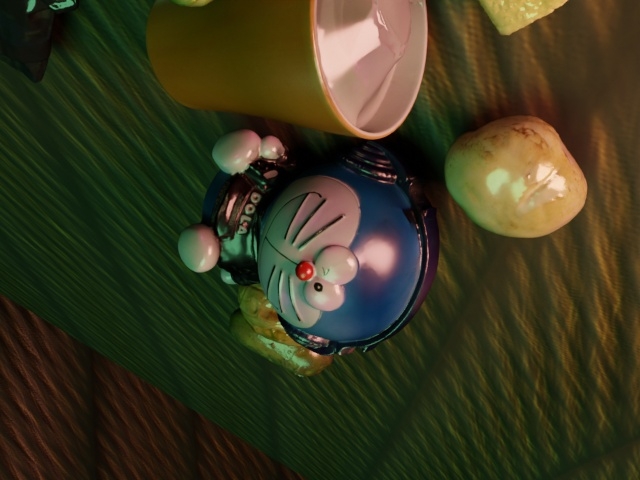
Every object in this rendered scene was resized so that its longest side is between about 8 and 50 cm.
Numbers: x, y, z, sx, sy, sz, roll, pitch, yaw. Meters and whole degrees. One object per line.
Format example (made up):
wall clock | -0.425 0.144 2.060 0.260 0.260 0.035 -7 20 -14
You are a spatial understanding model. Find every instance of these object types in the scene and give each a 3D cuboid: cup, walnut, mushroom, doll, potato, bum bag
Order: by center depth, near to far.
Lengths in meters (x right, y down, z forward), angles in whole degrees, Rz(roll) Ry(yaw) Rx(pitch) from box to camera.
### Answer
cup | -0.036 -0.212 0.517 0.264 0.182 0.226 10 112 35
mushroom | 0.203 -0.066 0.585 0.148 0.112 0.148 21 148 14
bum bag | -0.358 -0.304 0.668 0.137 0.074 0.310 49 138 -13
doll | 0.000 0.000 0.721 0.310 0.284 0.240 23 -164 31
walnut | -0.051 0.106 0.980 0.207 0.159 0.159 5 143 32
potato | -0.086 0.206 1.192 0.251 0.113 0.149 24 157 19

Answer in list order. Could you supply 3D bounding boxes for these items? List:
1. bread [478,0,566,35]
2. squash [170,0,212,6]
bread | 0.142 -0.256 0.391 0.125 0.068 0.188 -15 130 47
squash | -0.151 -0.275 0.484 0.239 0.069 0.069 50 158 27
